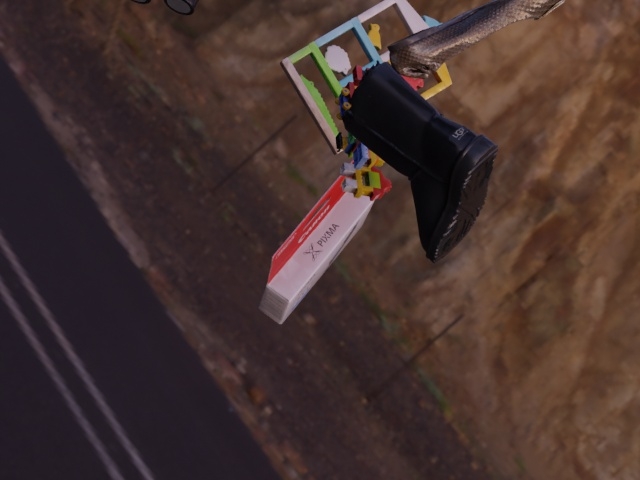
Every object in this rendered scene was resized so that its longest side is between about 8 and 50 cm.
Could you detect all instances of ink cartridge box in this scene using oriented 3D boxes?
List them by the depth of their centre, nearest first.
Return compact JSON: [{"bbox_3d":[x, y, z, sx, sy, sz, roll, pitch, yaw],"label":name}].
[{"bbox_3d":[0.000,0.000,2.175,0.066,0.296,0.261,36,-24,7],"label":"ink cartridge box"}]

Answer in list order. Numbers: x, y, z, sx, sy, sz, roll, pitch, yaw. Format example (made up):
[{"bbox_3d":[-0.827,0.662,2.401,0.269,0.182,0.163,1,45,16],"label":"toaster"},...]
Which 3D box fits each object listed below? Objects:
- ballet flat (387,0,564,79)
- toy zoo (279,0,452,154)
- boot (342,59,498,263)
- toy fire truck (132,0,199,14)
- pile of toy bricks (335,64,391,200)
[{"bbox_3d":[0.203,-0.264,1.386,0.084,0.249,0.058,-157,-136,-78],"label":"ballet flat"},{"bbox_3d":[0.100,-0.307,1.961,0.192,0.293,0.030,59,-9,-4],"label":"toy zoo"},{"bbox_3d":[0.124,-0.106,1.497,0.207,0.094,0.246,40,-30,21],"label":"boot"},{"bbox_3d":[-0.282,-0.511,1.782,0.217,0.159,0.246,17,-19,11],"label":"toy fire truck"},{"bbox_3d":[0.093,-0.173,1.758,0.105,0.118,0.212,10,54,-21],"label":"pile of toy bricks"}]
